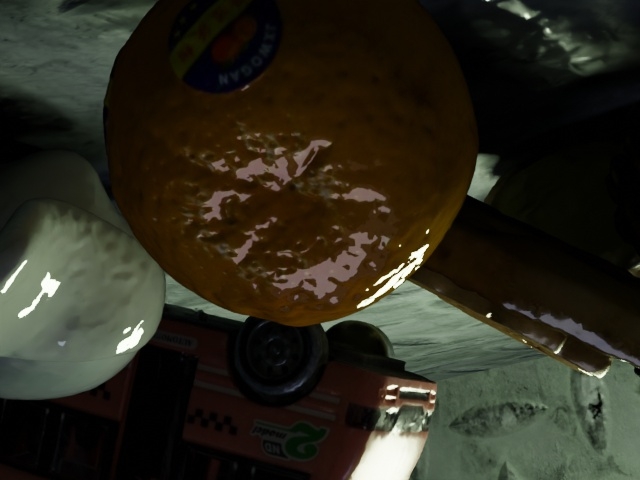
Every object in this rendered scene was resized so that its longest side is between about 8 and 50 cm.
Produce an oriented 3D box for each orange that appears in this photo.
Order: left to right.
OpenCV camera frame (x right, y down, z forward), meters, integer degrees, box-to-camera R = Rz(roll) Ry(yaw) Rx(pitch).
[{"bbox_3d":[-0.015,-0.049,0.565,0.177,0.178,0.155,-10,-168,1],"label":"orange"}]

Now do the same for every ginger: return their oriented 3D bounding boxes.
[{"bbox_3d":[0.266,-0.026,0.996,0.275,0.130,0.221,-13,178,43],"label":"ginger"}]

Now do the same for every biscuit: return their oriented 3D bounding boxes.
[{"bbox_3d":[0.117,0.005,0.776,0.359,0.046,0.359,25,-175,-2],"label":"biscuit"},{"bbox_3d":[0.145,0.053,0.914,0.184,0.035,0.249,27,179,27],"label":"biscuit"}]

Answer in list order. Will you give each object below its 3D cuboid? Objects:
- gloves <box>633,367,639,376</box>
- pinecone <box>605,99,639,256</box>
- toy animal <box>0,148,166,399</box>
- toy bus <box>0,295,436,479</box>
[{"bbox_3d":[0.321,0.077,0.988,0.142,0.119,0.285,7,-151,4],"label":"gloves"},{"bbox_3d":[0.284,-0.054,0.758,0.204,0.179,0.184,-61,175,28],"label":"pinecone"},{"bbox_3d":[-0.224,0.021,0.709,0.289,0.174,0.249,-3,167,-25],"label":"toy animal"},{"bbox_3d":[-0.131,0.151,1.039,0.427,0.233,0.203,11,176,23],"label":"toy bus"}]
